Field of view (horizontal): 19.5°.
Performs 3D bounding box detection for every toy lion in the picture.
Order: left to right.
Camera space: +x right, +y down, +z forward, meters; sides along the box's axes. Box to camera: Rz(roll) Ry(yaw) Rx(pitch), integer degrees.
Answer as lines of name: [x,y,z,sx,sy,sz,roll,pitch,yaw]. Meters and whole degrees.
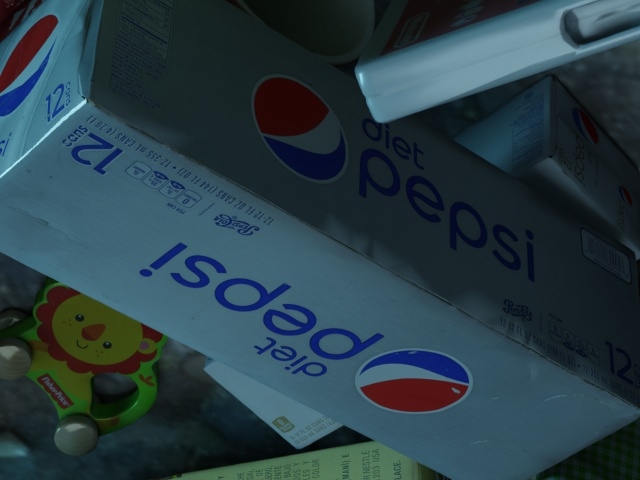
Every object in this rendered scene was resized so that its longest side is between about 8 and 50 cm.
toy lion: [-0.119,0.057,0.980,0.096,0.034,0.100,-25,122,16]

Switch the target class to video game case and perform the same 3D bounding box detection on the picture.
video game case: [0.162,-0.131,0.680,0.285,0.204,0.025,-17,111,20]

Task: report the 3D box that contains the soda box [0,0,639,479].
soda box: [0.000,0.000,0.753,0.286,0.091,0.098,29,135,-29]

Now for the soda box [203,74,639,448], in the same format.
soda box: [0.047,0.015,0.898,0.216,0.069,0.074,-32,118,29]

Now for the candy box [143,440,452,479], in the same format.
candy box: [-0.068,0.199,1.012,0.316,0.087,0.183,-13,148,16]

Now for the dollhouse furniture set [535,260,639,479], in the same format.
dollhouse furniture set: [0.254,0.115,0.867,0.301,0.197,0.151,34,126,-20]

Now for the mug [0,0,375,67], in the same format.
mug: [-0.080,-0.101,0.819,0.169,0.150,0.113,-32,154,33]
